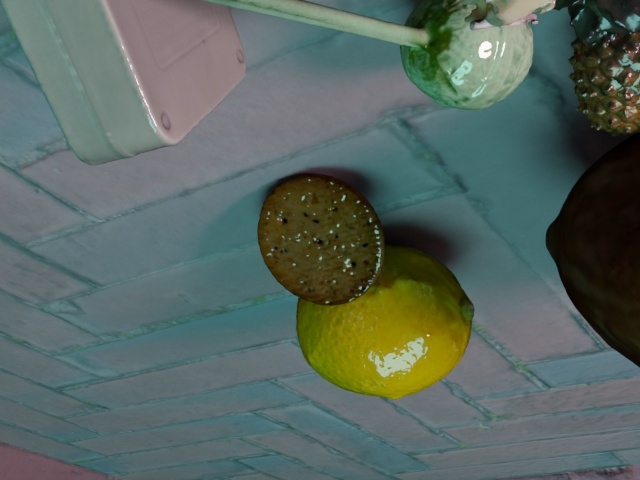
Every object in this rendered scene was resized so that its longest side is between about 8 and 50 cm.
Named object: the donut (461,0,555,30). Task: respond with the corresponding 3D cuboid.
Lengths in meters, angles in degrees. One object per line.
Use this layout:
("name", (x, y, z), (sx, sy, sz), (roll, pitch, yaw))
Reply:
("donut", (0.063, -0.298, 0.522), (0.371, 0.150, 0.307), (7, 147, -25))

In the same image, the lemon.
("lemon", (0.089, 0.119, 1.217), (0.288, 0.233, 0.233), (-5, 151, 31))

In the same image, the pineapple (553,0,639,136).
("pineapple", (0.265, -0.206, 0.751), (0.125, 0.125, 0.251), (-12, 143, 24))

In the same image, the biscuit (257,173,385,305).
("biscuit", (0.001, 0.000, 1.104), (0.188, 0.027, 0.187), (9, 112, 22))

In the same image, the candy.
("candy", (0.020, -0.182, 0.684), (0.440, 0.119, 0.119), (-1, 159, -40))

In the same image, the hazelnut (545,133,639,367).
("hazelnut", (0.453, 0.012, 0.871), (0.421, 0.352, 0.421), (-12, -174, 1))

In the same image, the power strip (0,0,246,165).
("power strip", (-0.144, -0.222, 0.653), (0.141, 0.229, 0.261), (-12, 113, 20))
